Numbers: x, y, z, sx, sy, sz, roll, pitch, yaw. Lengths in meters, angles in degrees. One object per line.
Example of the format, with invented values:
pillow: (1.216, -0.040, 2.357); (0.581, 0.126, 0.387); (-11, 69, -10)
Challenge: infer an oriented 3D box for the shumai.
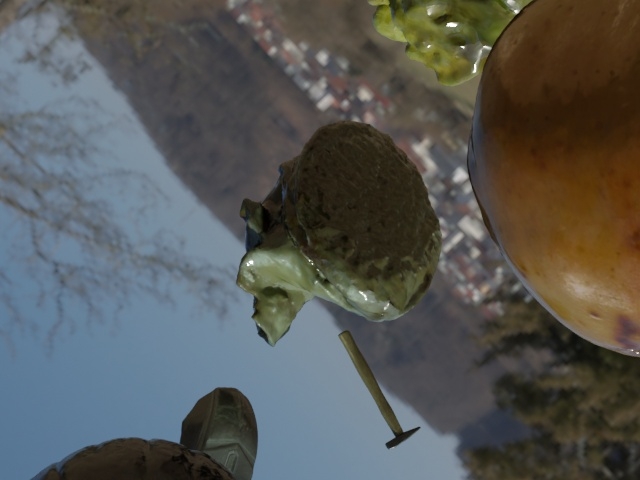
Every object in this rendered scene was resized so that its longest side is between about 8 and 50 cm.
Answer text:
shumai: (0.000, 0.000, 1.969); (0.292, 0.288, 0.330); (31, -133, -14)

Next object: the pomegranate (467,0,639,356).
pomegranate: (0.317, -0.100, 1.108); (0.410, 0.410, 0.410); (46, -177, -3)

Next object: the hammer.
hammer: (0.087, 0.230, 2.040); (0.199, 0.062, 0.013); (61, 177, 7)

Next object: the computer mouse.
computer mouse: (-0.149, 0.328, 1.927); (0.126, 0.231, 0.071); (30, 150, -32)

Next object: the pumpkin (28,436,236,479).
pumpkin: (-0.145, 0.270, 0.996); (0.248, 0.248, 0.248); (46, -177, -3)

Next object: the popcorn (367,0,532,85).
popcorn: (0.167, -0.321, 1.470); (0.293, 0.293, 0.237); (44, -159, -31)
